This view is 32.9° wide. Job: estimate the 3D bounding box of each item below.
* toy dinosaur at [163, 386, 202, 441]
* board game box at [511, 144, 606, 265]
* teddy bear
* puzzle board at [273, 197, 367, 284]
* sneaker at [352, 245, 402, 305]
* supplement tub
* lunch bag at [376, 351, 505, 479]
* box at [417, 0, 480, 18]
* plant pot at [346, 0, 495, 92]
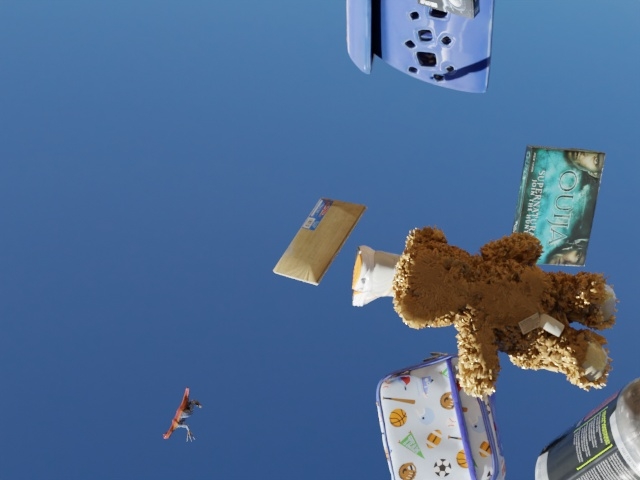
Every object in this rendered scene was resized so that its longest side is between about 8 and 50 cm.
[{"bbox_3d":[-0.248,0.307,1.896,0.082,0.090,0.047,-37,-155,-18],"label":"toy dinosaur"},{"bbox_3d":[0.368,-0.053,1.694,0.126,0.186,0.026,3,-163,-13],"label":"board game box"},{"bbox_3d":[0.256,0.097,1.507,0.338,0.245,0.113,-1,170,-11],"label":"teddy bear"},{"bbox_3d":[0.000,0.000,1.470,0.096,0.011,0.128,13,-115,51],"label":"puzzle board"},{"bbox_3d":[0.122,0.075,2.034,0.121,0.099,0.262,6,172,3],"label":"sneaker"},{"bbox_3d":[0.494,0.335,1.693,0.194,0.316,0.193,14,-129,-18],"label":"supplement tub"},{"bbox_3d":[0.251,0.381,2.220,0.243,0.303,0.115,-18,155,19],"label":"lunch bag"},{"bbox_3d":[0.158,-0.318,1.359,0.083,0.067,0.018,23,-125,28],"label":"box"},{"bbox_3d":[0.151,-0.373,1.569,0.212,0.236,0.236,5,-134,7],"label":"plant pot"}]
